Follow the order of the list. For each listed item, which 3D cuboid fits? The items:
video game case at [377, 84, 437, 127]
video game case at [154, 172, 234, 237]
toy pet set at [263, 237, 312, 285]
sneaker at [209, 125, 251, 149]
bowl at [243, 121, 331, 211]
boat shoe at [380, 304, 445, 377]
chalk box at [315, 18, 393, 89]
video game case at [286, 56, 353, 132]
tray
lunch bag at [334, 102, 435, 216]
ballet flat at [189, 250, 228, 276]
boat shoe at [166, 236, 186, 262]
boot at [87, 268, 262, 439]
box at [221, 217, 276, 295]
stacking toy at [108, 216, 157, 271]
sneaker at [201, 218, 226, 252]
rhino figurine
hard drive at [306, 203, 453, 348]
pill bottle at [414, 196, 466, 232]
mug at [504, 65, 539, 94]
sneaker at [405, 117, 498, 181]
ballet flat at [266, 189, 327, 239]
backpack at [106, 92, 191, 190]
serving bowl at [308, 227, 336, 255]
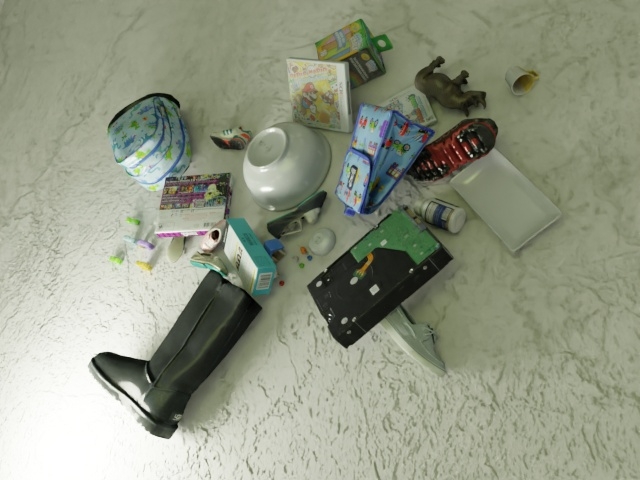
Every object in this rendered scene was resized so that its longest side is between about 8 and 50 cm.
[{"bbox_3d":[0.244,-0.362,1.782,0.143,0.019,0.157,-26,55,18],"label":"video game case"},{"bbox_3d":[-0.401,-0.113,1.999,0.232,0.042,0.210,-3,63,12],"label":"video game case"},{"bbox_3d":[-0.108,0.044,1.754,0.122,0.065,0.114,-43,53,5],"label":"toy pet set"},{"bbox_3d":[-0.297,-0.349,2.097,0.161,0.057,0.075,13,57,37],"label":"sneaker"},{"bbox_3d":[-0.126,-0.248,1.879,0.298,0.134,0.297,-14,59,25],"label":"bowl"},{"bbox_3d":[0.221,0.219,1.450,0.081,0.079,0.227,-50,47,6],"label":"boat shoe"},{"bbox_3d":[0.111,-0.567,1.902,0.213,0.132,0.132,-22,56,19],"label":"chalk box"},{"bbox_3d":[-0.004,-0.438,1.880,0.227,0.206,0.026,18,35,37],"label":"video game case"},{"bbox_3d":[0.443,-0.100,1.514,0.145,0.030,0.270,-39,51,8],"label":"tray"},{"bbox_3d":[0.139,-0.196,1.655,0.293,0.138,0.221,-65,23,8],"label":"lunch bag"},{"bbox_3d":[-0.332,0.064,1.893,0.168,0.057,0.052,15,65,36],"label":"ballet flat"},{"bbox_3d":[-0.459,0.011,2.008,0.049,0.043,0.137,12,69,-8],"label":"boat shoe"},{"bbox_3d":[-0.418,0.268,1.773,0.367,0.146,0.445,31,88,29],"label":"boot"},{"bbox_3d":[-0.208,0.043,1.781,0.244,0.060,0.100,52,137,43],"label":"box"},{"bbox_3d":[-0.616,0.006,2.101,0.221,0.052,0.166,9,71,36],"label":"stacking toy"},{"bbox_3d":[-0.330,-0.003,1.894,0.134,0.051,0.070,-48,7,28],"label":"sneaker"},{"bbox_3d":[0.357,-0.412,1.706,0.106,0.073,0.243,-45,57,-3],"label":"rhino figurine"},{"bbox_3d":[0.138,0.081,1.548,0.339,0.064,0.237,-42,34,7],"label":"hard drive"},{"bbox_3d":[0.296,-0.067,1.563,0.120,0.067,0.067,26,81,38],"label":"pill bottle"},{"bbox_3d":[0.518,-0.419,1.628,0.062,0.078,0.064,-61,33,33],"label":"mug"},{"bbox_3d":[0.340,-0.235,1.607,0.276,0.097,0.135,-25,13,43],"label":"sneaker"},{"bbox_3d":[-0.057,-0.065,1.788,0.203,0.074,0.074,-30,53,7],"label":"ballet flat"},{"bbox_3d":[-0.589,-0.334,2.163,0.290,0.273,0.355,-30,65,7],"label":"backpack"},{"bbox_3d":[0.000,0.000,1.737,0.083,0.027,0.083,-15,59,26],"label":"serving bowl"}]
